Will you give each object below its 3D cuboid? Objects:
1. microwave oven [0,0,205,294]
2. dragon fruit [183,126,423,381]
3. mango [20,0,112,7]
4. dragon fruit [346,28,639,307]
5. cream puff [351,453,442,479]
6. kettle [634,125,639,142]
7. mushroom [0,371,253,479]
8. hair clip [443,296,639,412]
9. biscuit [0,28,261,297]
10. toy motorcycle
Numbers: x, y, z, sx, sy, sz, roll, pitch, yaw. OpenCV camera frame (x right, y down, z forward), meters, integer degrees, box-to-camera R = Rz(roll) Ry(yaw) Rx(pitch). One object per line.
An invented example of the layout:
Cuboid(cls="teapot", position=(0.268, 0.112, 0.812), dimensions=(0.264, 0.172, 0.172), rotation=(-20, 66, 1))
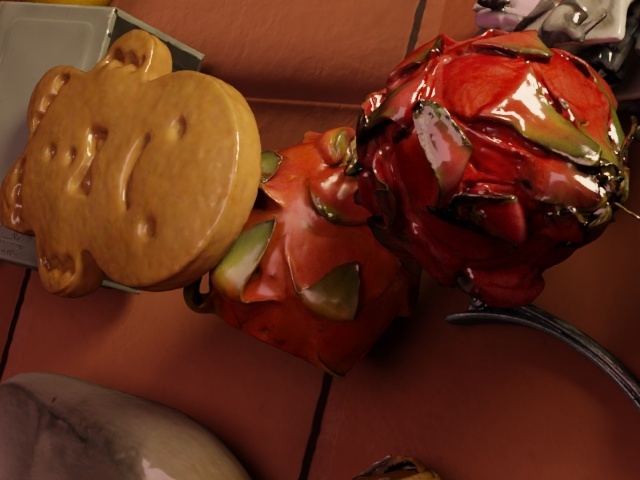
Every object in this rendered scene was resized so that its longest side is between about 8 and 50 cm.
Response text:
Cuboid(cls="microwave oven", position=(-0.286, -0.105, 1.462), dimensions=(0.237, 0.181, 0.295), rotation=(11, 83, 36))
Cuboid(cls="dragon fruit", position=(-0.003, 0.004, 1.201), dimensions=(0.224, 0.224, 0.227), rotation=(16, 94, 39))
Cuboid(cls="mango", position=(-0.333, -0.413, 1.599), dimensions=(0.211, 0.173, 0.317), rotation=(-28, 68, 28))
Cuboid(cls="dragon fruit", position=(0.153, -0.050, 1.008), dimensions=(0.293, 0.233, 0.234), rotation=(38, 100, 48))
Cuboid(cls="cream puff", position=(0.066, 0.254, 1.137), dimensions=(0.133, 0.119, 0.104), rotation=(-12, 91, 46))
Cuboid(cls="kettle", position=(0.411, -0.035, 0.919), dimensions=(0.321, 0.228, 0.324), rotation=(49, 117, 13))
Cuboid(cls="mushroom", position=(-0.189, 0.251, 1.322), dimensions=(0.397, 0.126, 0.177), rotation=(8, 91, 37))
Cuboid(cls="hair clip", position=(0.213, 0.092, 1.122), dimensions=(0.229, 0.039, 0.070), rotation=(30, 94, 37))
Cuboid(cls="biscuit", position=(-0.196, -0.069, 1.221), dimensions=(0.355, 0.052, 0.275), rotation=(20, 89, 45))
Cuboid(cls="toy motorcycle", position=(0.251, -0.208, 1.126), dimensions=(0.327, 0.143, 0.188), rotation=(-4, 58, 54))
